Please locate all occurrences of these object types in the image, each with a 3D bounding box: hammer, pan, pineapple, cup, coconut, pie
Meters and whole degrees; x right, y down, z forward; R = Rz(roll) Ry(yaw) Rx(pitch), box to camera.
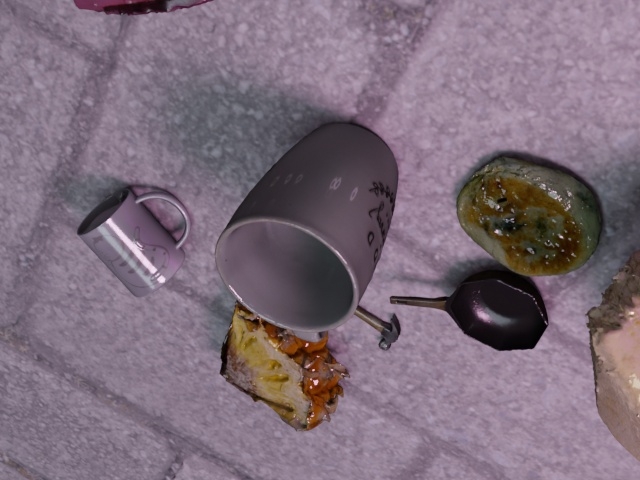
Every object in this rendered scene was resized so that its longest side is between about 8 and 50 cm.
[{"bbox_3d":[0.036,0.088,2.191,0.182,0.017,0.062,34,136,-4],"label":"hammer"},{"bbox_3d":[0.207,0.071,2.060,0.202,0.048,0.128,26,136,2],"label":"pan"},{"bbox_3d":[-0.065,0.167,2.268,0.186,0.114,0.236,-21,108,40],"label":"pineapple"},{"bbox_3d":[-0.257,-0.002,2.201,0.136,0.099,0.133,-21,117,41],"label":"cup"},{"bbox_3d":[0.456,0.121,1.805,0.298,0.309,0.297,1,94,17],"label":"coconut"},{"bbox_3d":[0.000,0.000,1.967,0.186,0.234,0.258,13,133,17],"label":"cup"},{"bbox_3d":[0.260,-0.026,1.947,0.187,0.041,0.186,16,136,16],"label":"pie"}]

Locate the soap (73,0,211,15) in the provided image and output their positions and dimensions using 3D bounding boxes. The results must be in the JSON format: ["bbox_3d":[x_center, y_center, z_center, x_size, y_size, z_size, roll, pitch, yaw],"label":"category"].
[{"bbox_3d":[-0.188,-0.346,1.783,0.289,0.182,0.112,-1,125,28],"label":"soap"}]
